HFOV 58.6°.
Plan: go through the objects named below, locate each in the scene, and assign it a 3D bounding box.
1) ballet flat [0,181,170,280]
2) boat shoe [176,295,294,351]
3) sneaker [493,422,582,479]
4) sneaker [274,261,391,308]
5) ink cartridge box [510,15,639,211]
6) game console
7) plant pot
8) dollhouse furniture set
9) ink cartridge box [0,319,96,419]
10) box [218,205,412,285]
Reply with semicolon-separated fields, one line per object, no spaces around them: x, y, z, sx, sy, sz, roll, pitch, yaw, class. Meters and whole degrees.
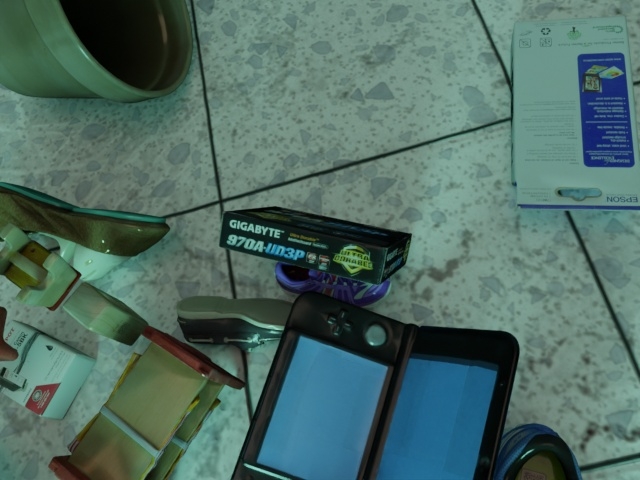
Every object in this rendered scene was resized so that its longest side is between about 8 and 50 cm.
-0.395;-0.006;0.910;0.343;0.116;0.124;12;90;17;ballet flat
-0.105;0.124;0.820;0.206;0.075;0.064;5;111;9;boat shoe
0.210;0.355;0.591;0.130;0.147;0.329;5;69;14;sneaker
0.014;0.057;0.804;0.170;0.071;0.068;2;68;12;sneaker
0.365;-0.178;0.834;0.166;0.065;0.332;3;66;13;ink cartridge box
0.053;0.214;0.663;0.250;0.173;0.293;20;71;-2;game console
-0.430;-0.373;0.985;0.281;0.323;0.323;-10;64;27;plant pot
-0.314;0.168;0.765;0.374;0.152;0.201;31;76;17;dollhouse furniture set
-0.423;0.191;0.849;0.135;0.056;0.099;20;73;19;ink cartridge box
0.000;0.000;0.775;0.220;0.175;0.051;13;100;18;box
